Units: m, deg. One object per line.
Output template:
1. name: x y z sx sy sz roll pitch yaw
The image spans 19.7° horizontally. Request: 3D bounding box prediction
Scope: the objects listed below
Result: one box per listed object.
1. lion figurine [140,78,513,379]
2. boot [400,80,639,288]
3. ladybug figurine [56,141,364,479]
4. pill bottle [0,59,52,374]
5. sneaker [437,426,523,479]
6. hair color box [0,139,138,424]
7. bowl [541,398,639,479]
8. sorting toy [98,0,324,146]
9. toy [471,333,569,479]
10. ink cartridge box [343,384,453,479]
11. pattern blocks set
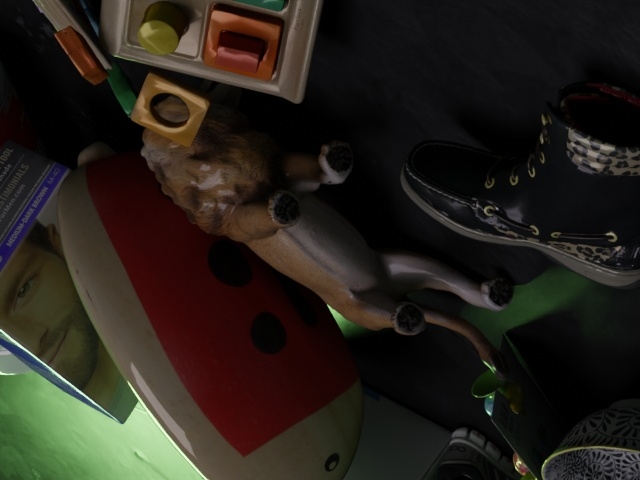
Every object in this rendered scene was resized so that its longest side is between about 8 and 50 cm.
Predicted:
1. lion figurine: 0.000 0.000 1.781 0.392 0.142 0.240 47 159 -19
2. boot: 0.178 -0.069 1.508 0.236 0.085 0.178 23 146 19
3. ladybug figurine: -0.101 0.079 1.909 0.162 0.305 0.449 -34 94 19
4. pill bottle: -0.412 -0.037 2.154 0.229 0.229 0.407 19 146 36
5. sneaker: 0.195 0.283 2.007 0.170 0.075 0.063 41 153 0
6. hair color box: -0.283 0.054 2.074 0.110 0.185 0.339 23 166 34
7. bowl: 0.298 0.200 1.726 0.170 0.080 0.170 13 149 8
8. sorting toy: -0.097 -0.203 1.573 0.196 0.047 0.347 17 132 5
9. toy: 0.216 0.223 1.826 0.056 0.137 0.237 -22 117 22
10. ink cartridge box: 0.044 0.306 2.176 0.223 0.129 0.307 26 148 25
11. pattern blocks set: -0.264 -0.247 1.712 0.325 0.026 0.285 55 -175 -41
